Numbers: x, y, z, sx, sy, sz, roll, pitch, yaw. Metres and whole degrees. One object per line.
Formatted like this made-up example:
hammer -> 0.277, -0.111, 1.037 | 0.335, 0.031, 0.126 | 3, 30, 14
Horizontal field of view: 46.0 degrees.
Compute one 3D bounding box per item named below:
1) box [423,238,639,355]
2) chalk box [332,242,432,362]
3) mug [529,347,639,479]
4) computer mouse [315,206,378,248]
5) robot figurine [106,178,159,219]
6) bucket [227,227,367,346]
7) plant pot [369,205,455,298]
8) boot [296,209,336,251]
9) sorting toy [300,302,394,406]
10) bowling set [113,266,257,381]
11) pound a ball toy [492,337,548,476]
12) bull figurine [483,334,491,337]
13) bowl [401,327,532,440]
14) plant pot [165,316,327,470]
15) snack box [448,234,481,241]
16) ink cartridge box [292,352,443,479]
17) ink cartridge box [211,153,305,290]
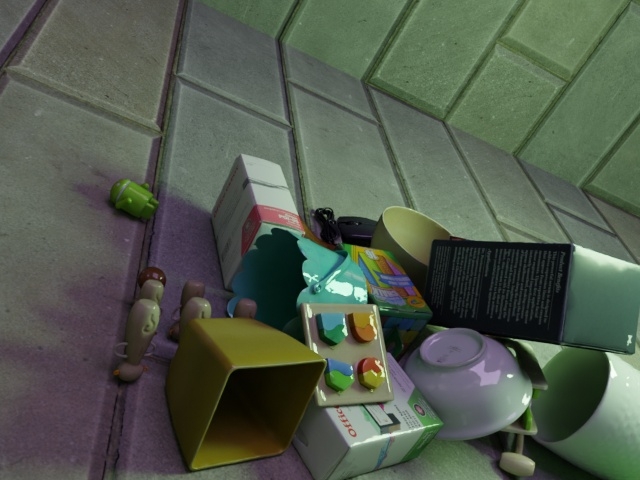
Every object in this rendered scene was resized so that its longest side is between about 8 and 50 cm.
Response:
box -> 0.482, 0.127, 1.746 | 0.294, 0.212, 0.395 | 14, -7, -39
chalk box -> 0.122, 0.172, 1.746 | 0.179, 0.180, 0.289 | 10, 36, -37
mug -> 0.699, 0.438, 1.858 | 0.328, 0.276, 0.374 | 33, -4, -13
computer mouse -> 0.125, -0.021, 2.179 | 0.272, 0.072, 0.188 | 19, 29, -25
robot figurine -> -0.431, -0.096, 1.728 | 0.115, 0.067, 0.101 | 32, 33, -1
bucket -> -0.046, 0.122, 1.565 | 0.183, 0.281, 0.281 | 20, 29, -33
plant pot -> 0.239, 0.069, 2.021 | 0.284, 0.191, 0.284 | 25, 29, -15
boot -> 0.000, 0.000, 1.990 | 0.280, 0.096, 0.264 | 20, 29, -24
sorting toy -> 0.057, 0.210, 1.421 | 0.208, 0.038, 0.193 | 7, 66, -40
bowling set -> -0.281, 0.153, 1.435 | 0.287, 0.154, 0.200 | 5, 19, -39
pound a ball toy -> 0.434, 0.382, 1.781 | 0.136, 0.208, 0.319 | 10, 15, 5
bull figurine -> 0.459, 0.206, 2.123 | 0.310, 0.101, 0.188 | 37, 30, 9
bowl -> 0.294, 0.280, 1.618 | 0.298, 0.134, 0.298 | -13, 23, 6
plant pot -> -0.155, 0.247, 1.327 | 0.212, 0.212, 0.187 | 3, 28, -43
snack box -> 0.428, 0.016, 1.969 | 0.178, 0.022, 0.064 | 12, -1, 24
ink cartridge box -> 0.073, 0.340, 1.482 | 0.278, 0.117, 0.201 | 1, 41, -44
ink cartridge box -> -0.155, -0.040, 1.765 | 0.117, 0.207, 0.283 | 14, 33, -26
